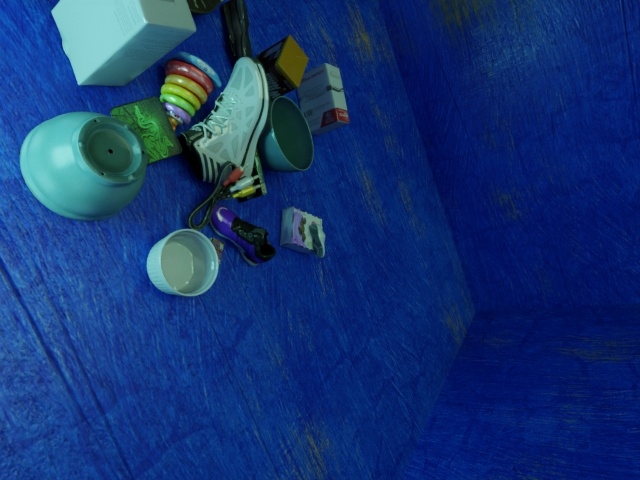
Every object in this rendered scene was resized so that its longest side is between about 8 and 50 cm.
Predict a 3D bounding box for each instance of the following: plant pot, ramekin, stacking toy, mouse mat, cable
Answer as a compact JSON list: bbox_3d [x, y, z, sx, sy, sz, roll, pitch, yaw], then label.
[{"bbox_3d":[-0.585,-0.212,1.071,0.293,0.196,0.292,17,68,-48],"label":"plant pot"},{"bbox_3d":[-0.432,0.073,1.262,0.207,0.109,0.207,16,69,-49],"label":"ramekin"},{"bbox_3d":[-0.470,-0.446,1.341,0.175,0.166,0.301,32,72,-44],"label":"stacking toy"},{"bbox_3d":[-0.536,-0.338,1.261,0.153,0.007,0.189,-27,105,-21],"label":"mouse mat"},{"bbox_3d":[-0.334,-0.154,1.359,0.287,0.072,0.139,-45,131,-22],"label":"cable"},{"bbox_3d":[-0.184,-0.392,1.609,0.290,0.196,0.290,33,51,-53],"label":"plant pot"}]

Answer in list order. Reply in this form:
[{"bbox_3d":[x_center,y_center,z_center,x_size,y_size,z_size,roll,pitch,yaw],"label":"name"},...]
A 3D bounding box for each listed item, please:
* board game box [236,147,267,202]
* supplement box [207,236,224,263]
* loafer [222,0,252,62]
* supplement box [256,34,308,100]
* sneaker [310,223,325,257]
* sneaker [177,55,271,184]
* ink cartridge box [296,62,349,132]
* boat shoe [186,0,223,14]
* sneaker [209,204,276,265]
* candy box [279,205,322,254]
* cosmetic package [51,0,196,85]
[{"bbox_3d":[-0.281,-0.283,1.524,0.030,0.136,0.259,-13,92,-51],"label":"board game box"},{"bbox_3d":[-0.370,0.038,1.402,0.055,0.043,0.083,32,58,-43],"label":"supplement box"},{"bbox_3d":[-0.338,-0.820,1.648,0.109,0.095,0.302,6,79,-82],"label":"loafer"},{"bbox_3d":[-0.181,-0.714,1.711,0.129,0.194,0.191,40,51,-39],"label":"supplement box"},{"bbox_3d":[0.000,0.000,1.758,0.061,0.054,0.152,-7,88,-55],"label":"sneaker"},{"bbox_3d":[-0.324,-0.395,1.357,0.258,0.169,0.447,-11,120,-52],"label":"sneaker"},{"bbox_3d":[0.007,-0.664,1.935,0.114,0.197,0.272,-13,92,-54],"label":"ink cartridge box"},{"bbox_3d":[-0.443,-0.892,1.505,0.307,0.105,0.110,-55,132,-45],"label":"boat shoe"},{"bbox_3d":[-0.264,-0.030,1.469,0.293,0.146,0.102,50,46,-32],"label":"sneaker"},{"bbox_3d":[-0.081,-0.039,1.765,0.196,0.070,0.164,20,65,-48],"label":"candy box"},{"bbox_3d":[-0.531,-0.582,1.082,0.156,0.385,0.217,-26,104,-50],"label":"cosmetic package"}]
